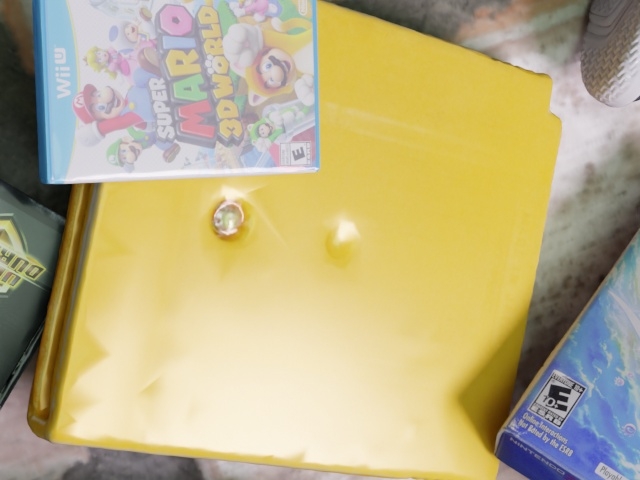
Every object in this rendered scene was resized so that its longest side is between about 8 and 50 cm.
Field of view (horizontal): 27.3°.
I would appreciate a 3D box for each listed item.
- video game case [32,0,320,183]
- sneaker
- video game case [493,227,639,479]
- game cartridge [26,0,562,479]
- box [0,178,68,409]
[{"bbox_3d":[-0.076,-0.094,0.730,0.166,0.015,0.119,-4,96,-30],"label":"video game case"},{"bbox_3d":[0.297,-0.183,0.918,0.153,0.101,0.268,33,79,-16],"label":"sneaker"},{"bbox_3d":[0.292,0.109,0.856,0.269,0.061,0.244,32,66,17],"label":"video game case"},{"bbox_3d":[0.000,0.000,0.822,0.324,0.053,0.285,13,88,-33],"label":"game cartridge"},{"bbox_3d":[-0.265,0.017,0.745,0.220,0.051,0.175,33,80,-19],"label":"box"}]
